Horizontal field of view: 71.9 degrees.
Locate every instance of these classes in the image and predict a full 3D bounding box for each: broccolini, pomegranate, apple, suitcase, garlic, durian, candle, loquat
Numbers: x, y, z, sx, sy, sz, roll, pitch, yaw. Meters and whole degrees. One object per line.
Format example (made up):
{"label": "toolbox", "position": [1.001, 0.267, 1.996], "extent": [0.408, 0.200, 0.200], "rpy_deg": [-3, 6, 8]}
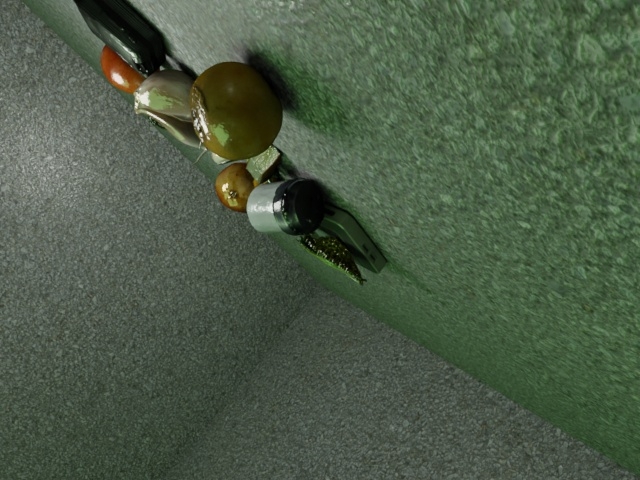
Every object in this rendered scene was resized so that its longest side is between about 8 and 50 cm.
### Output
{"label": "broccolini", "position": [-0.797, -0.622, 2.411], "extent": [0.074, 0.079, 0.392], "rpy_deg": [31, -170, 17]}
{"label": "pomegranate", "position": [-0.392, -0.273, 2.210], "extent": [0.252, 0.229, 0.270], "rpy_deg": [34, -156, -13]}
{"label": "apple", "position": [-0.745, -0.695, 1.741], "extent": [0.234, 0.210, 0.173], "rpy_deg": [30, 140, -5]}
{"label": "suitcase", "position": [-0.700, -0.741, 1.556], "extent": [0.312, 0.128, 0.202], "rpy_deg": [42, 170, -6]}
{"label": "garlic", "position": [-0.521, -0.498, 1.697], "extent": [0.340, 0.246, 0.231], "rpy_deg": [48, 153, -11]}
{"label": "durian", "position": [0.046, 0.051, 1.810], "extent": [0.375, 0.107, 0.132], "rpy_deg": [36, 170, 15]}
{"label": "candle", "position": [-0.161, -0.129, 1.764], "extent": [0.342, 0.221, 0.221], "rpy_deg": [1, 144, 42]}
{"label": "loquat", "position": [-0.232, -0.347, 1.200], "extent": [0.263, 0.263, 0.263], "rpy_deg": [39, 170, 8]}

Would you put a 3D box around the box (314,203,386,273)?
{"label": "box", "position": [0.080, -0.022, 1.917], "extent": [0.367, 0.090, 0.373], "rpy_deg": [28, 163, 50]}

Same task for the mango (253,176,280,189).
{"label": "mango", "position": [-0.231, -0.236, 2.038], "extent": [0.155, 0.151, 0.249], "rpy_deg": [7, 157, 6]}

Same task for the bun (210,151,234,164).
{"label": "bun", "position": [-0.372, -0.387, 1.807], "extent": [0.172, 0.172, 0.120], "rpy_deg": [22, 135, 61]}

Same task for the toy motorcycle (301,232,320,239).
{"label": "toy motorcycle", "position": [0.000, 0.000, 2.247], "extent": [0.205, 0.127, 0.275], "rpy_deg": [49, 173, -37]}

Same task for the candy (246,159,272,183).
{"label": "candy", "position": [-0.257, -0.303, 1.914], "extent": [0.058, 0.062, 0.194], "rpy_deg": [-14, -117, -49]}

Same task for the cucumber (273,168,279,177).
{"label": "cucumber", "position": [-0.214, -0.308, 1.886], "extent": [0.105, 0.048, 0.048], "rpy_deg": [39, 171, -15]}

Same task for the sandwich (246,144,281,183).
{"label": "sandwich", "position": [-0.230, -0.297, 1.751], "extent": [0.094, 0.096, 0.258], "rpy_deg": [51, 157, 4]}
